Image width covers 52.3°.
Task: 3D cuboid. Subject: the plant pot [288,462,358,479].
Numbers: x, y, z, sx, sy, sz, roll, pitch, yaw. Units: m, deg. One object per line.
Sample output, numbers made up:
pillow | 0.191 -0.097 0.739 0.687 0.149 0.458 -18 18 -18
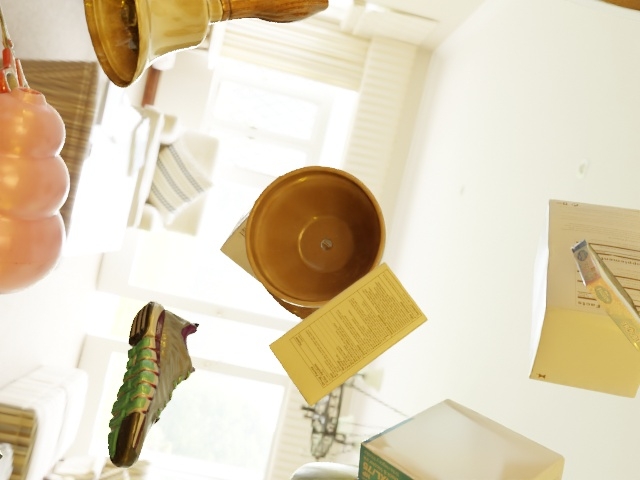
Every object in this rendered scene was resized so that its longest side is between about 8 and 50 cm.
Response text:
plant pot | 0.045 0.650 1.573 0.294 0.275 0.274 6 -98 57

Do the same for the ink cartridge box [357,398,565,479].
ink cartridge box | 0.178 0.402 0.893 0.197 0.198 0.269 20 -67 44

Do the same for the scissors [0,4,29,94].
scissors | -0.541 -0.323 1.143 0.109 0.021 0.297 71 -2 -60

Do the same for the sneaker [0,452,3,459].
sneaker | -0.530 0.353 0.952 0.079 0.121 0.216 102 -25 -52

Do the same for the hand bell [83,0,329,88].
hand bell | -0.090 -0.225 0.639 0.126 0.242 0.126 27 -55 47

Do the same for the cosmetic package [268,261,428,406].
cosmetic package | 0.021 0.075 0.522 0.115 0.060 0.041 -34 171 -7

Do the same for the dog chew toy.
dog chew toy | -0.503 -0.082 1.052 0.206 0.207 0.331 -95 -156 -72

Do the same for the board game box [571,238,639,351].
board game box | 0.293 0.053 0.660 0.020 0.090 0.090 -37 -168 23

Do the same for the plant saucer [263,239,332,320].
plant saucer | -0.010 0.042 1.436 0.050 0.311 0.310 -47 -155 39

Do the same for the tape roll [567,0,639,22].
tape roll | 0.410 -0.347 0.845 0.392 0.393 0.071 -95 -159 -72

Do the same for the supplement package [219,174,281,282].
supplement package | -0.133 -0.033 1.741 0.194 0.149 0.203 -45 -168 24

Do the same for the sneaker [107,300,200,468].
sneaker | -0.208 0.190 0.859 0.083 0.098 0.223 -31 -137 42

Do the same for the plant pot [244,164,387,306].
plant pot | 0.000 0.000 1.113 0.110 0.238 0.237 40 61 -72

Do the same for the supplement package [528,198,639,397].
supplement package | 0.367 0.071 0.893 0.244 0.134 0.139 -65 158 -49
